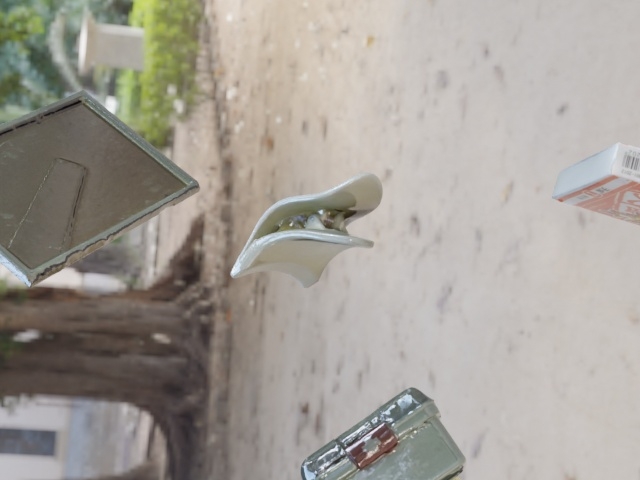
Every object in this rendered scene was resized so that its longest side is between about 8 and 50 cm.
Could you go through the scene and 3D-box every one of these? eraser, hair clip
[{"bbox_3d":[0.353,-0.033,1.117,0.157,0.230,0.038,139,146,-80],"label":"eraser"},{"bbox_3d":[-0.006,-0.016,1.951,0.282,0.172,0.113,-24,64,47],"label":"hair clip"}]

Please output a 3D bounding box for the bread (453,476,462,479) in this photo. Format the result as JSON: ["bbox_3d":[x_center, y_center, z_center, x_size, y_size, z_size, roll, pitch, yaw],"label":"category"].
[{"bbox_3d":[0.184,0.529,1.933,0.156,0.204,0.288,-149,74,-72],"label":"bread"}]

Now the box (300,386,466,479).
[{"bbox_3d":[0.087,0.306,1.601,0.129,0.210,0.148,54,174,17],"label":"box"}]

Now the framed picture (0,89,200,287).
[{"bbox_3d":[-0.308,-0.071,1.388,0.289,0.213,0.016,-35,-22,-48],"label":"framed picture"}]
